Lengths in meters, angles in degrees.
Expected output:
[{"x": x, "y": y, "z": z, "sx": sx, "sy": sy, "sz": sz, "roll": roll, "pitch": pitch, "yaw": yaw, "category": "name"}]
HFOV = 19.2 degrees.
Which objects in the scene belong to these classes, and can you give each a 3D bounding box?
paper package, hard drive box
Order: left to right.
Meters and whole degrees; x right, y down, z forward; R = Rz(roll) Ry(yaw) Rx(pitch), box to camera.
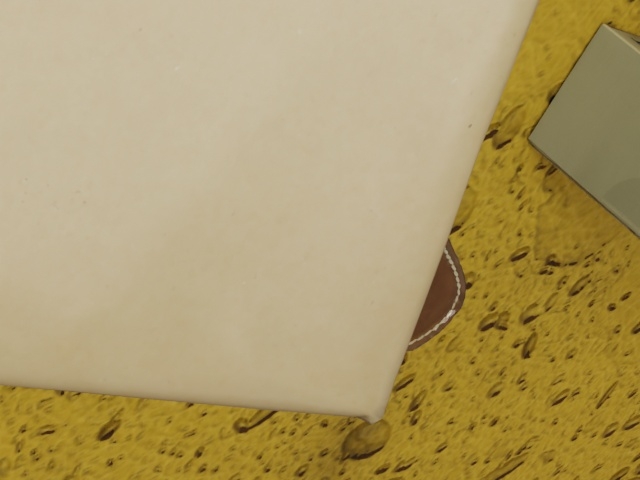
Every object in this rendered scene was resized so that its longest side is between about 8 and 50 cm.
[{"x": -0.097, "y": -0.119, "z": 0.571, "sx": 0.324, "sy": 0.168, "sz": 0.309, "roll": 8, "pitch": 113, "yaw": -27, "category": "paper package"}, {"x": 0.269, "y": -0.032, "z": 1.167, "sx": 0.232, "sy": 0.181, "sz": 0.089, "roll": 6, "pitch": 122, "yaw": -51, "category": "hard drive box"}]

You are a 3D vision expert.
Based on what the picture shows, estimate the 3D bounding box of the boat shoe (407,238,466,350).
[{"x": 0.000, "y": 0.000, "z": 0.970, "sx": 0.123, "sy": 0.116, "sz": 0.324, "roll": -48, "pitch": 147, "yaw": 5, "category": "boat shoe"}]
